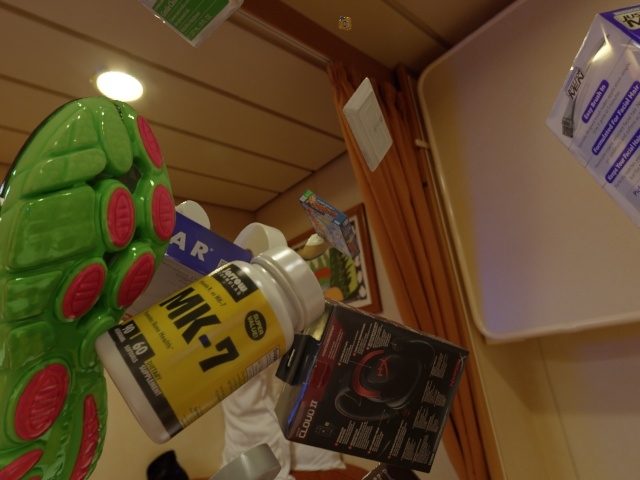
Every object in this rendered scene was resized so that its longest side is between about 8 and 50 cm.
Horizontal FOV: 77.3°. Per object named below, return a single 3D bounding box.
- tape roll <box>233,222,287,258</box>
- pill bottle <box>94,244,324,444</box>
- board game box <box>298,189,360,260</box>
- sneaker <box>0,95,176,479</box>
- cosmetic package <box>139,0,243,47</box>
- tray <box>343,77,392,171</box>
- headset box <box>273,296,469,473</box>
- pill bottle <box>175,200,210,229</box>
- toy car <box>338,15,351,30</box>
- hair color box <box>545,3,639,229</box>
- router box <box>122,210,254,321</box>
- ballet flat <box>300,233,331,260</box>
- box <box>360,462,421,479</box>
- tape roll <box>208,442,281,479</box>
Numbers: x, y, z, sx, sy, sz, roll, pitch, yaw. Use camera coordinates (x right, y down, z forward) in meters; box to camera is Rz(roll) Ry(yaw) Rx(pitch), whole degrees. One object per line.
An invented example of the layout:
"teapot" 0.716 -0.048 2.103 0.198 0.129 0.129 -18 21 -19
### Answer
"tape roll" -0.234 0.135 1.325 0.072 0.391 0.392 18 -30 -33
"pill bottle" -0.105 0.095 0.421 0.209 0.119 0.119 -32 -6 -29
"board game box" 0.028 -0.035 1.032 0.035 0.136 0.201 -48 -29 -11
"sneaker" -0.316 0.068 0.435 0.203 0.482 0.185 22 4 22
"cosmetic package" -0.291 -0.531 0.649 0.366 0.155 0.197 31 -21 -34
"tray" 0.163 -0.352 1.253 0.030 0.145 0.270 18 -23 37
"headset box" 0.073 0.234 0.676 0.294 0.217 0.110 21 -5 -16
"pill bottle" -0.524 -0.015 1.328 0.302 0.169 0.169 -24 -24 19
"toy car" 0.067 -0.441 0.723 0.041 0.060 0.121 -33 -37 -43
"hair color box" 0.449 -0.123 0.497 0.110 0.338 0.185 -16 -34 -4
"router box" -0.330 0.037 0.677 0.336 0.082 0.301 31 -42 -17
"ballet flat" 0.000 0.000 1.369 0.080 0.073 0.232 0 18 32
"box" 0.122 0.538 0.719 0.203 0.167 0.168 -33 -46 -19
"tape roll" -0.213 0.648 1.070 0.219 0.072 0.219 -31 -31 -22
